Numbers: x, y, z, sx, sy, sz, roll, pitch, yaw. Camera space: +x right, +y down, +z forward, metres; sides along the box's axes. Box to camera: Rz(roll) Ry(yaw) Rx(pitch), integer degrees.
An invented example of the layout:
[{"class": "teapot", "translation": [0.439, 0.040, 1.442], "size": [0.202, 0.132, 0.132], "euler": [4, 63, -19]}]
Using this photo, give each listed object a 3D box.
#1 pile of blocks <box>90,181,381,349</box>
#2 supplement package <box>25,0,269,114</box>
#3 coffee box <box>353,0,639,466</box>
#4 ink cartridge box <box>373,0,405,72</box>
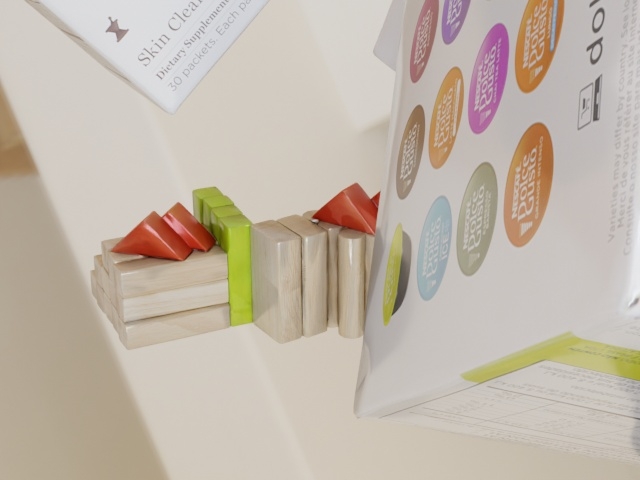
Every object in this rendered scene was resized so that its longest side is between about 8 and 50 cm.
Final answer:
[{"class": "pile of blocks", "translation": [0.000, 0.000, 1.108], "size": [0.362, 0.113, 0.149], "euler": [0, -156, 0]}, {"class": "supplement package", "translation": [-0.074, -0.229, 0.844], "size": [0.262, 0.145, 0.204], "euler": [-51, -159, -1]}, {"class": "coffee box", "translation": [0.235, -0.065, 0.706], "size": [0.338, 0.338, 0.334], "euler": [11, 165, -12]}, {"class": "ink cartridge box", "translation": [0.172, -0.161, 1.256], "size": [0.203, 0.148, 0.086], "euler": [-4, 126, -43]}]
